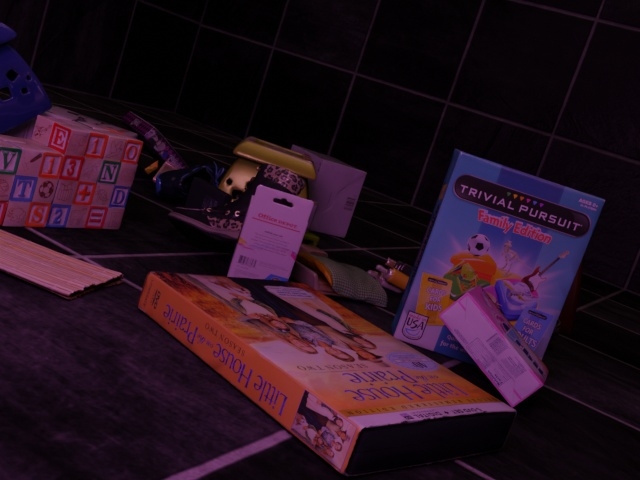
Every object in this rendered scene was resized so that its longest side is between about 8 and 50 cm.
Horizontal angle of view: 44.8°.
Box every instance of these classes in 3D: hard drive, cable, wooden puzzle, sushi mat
[{"bbox_3d":[-0.245,-0.073,1.660,0.022,0.094,0.135,8,15,-43],"label":"hard drive"},{"bbox_3d":[0.235,0.121,1.692,0.287,0.072,0.139,31,-7,-1],"label":"cable"},{"bbox_3d":[-0.377,-0.157,1.940,0.116,0.079,0.014,40,-36,-6],"label":"wooden puzzle"},{"bbox_3d":[-0.446,0.010,1.078,0.316,0.019,0.151,20,11,9],"label":"sushi mat"}]

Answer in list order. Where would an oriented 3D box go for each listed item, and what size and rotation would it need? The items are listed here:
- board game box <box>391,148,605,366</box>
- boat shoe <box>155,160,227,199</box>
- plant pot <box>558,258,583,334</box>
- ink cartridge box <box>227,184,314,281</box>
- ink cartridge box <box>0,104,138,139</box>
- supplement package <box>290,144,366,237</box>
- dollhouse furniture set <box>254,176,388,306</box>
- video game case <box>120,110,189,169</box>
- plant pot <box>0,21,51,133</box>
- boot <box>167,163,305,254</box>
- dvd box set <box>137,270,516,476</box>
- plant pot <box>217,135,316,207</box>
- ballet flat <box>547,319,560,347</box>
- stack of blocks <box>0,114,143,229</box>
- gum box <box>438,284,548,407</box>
[{"bbox_3d":[0.295,0.044,1.323,0.253,0.336,0.079,18,10,-1],"label":"board game box"},{"bbox_3d":[-0.294,-0.132,1.906,0.089,0.109,0.258,3,16,28],"label":"boat shoe"},{"bbox_3d":[0.514,0.055,1.951,0.267,0.236,0.267,18,10,0],"label":"plant pot"},{"bbox_3d":[-0.086,-0.008,1.337,0.104,0.181,0.061,17,19,-8],"label":"ink cartridge box"},{"bbox_3d":[-0.600,-0.244,1.873,0.272,0.115,0.198,18,10,-5],"label":"ink cartridge box"},{"bbox_3d":[-0.006,-0.139,2.164,0.149,0.194,0.203,13,12,-31],"label":"supplement package"},{"bbox_3d":[0.000,0.000,1.552,0.197,0.151,0.301,10,13,-39],"label":"dollhouse furniture set"},{"bbox_3d":[-0.424,-0.235,2.060,0.210,0.042,0.232,53,-11,-33],"label":"video game case"},{"bbox_3d":[-0.751,-0.350,1.637,0.236,0.212,0.236,-35,45,-30],"label":"plant pot"},{"bbox_3d":[-0.158,-0.066,1.481,0.236,0.179,0.085,15,-28,28],"label":"boot"},{"bbox_3d":[0.000,0.151,1.003,0.307,0.062,0.420,8,14,-45],"label":"dvd box set"},{"bbox_3d":[-0.126,-0.117,1.803,0.228,0.207,0.227,19,9,-5],"label":"plant pot"},{"bbox_3d":[0.407,0.166,1.610,0.221,0.079,0.077,14,12,-24],"label":"ballet flat"},{"bbox_3d":[-0.450,-0.115,1.300,0.087,0.171,0.297,24,12,28],"label":"stack of blocks"},{"bbox_3d":[0.278,0.166,1.220,0.188,0.062,0.107,52,19,12],"label":"gum box"}]
